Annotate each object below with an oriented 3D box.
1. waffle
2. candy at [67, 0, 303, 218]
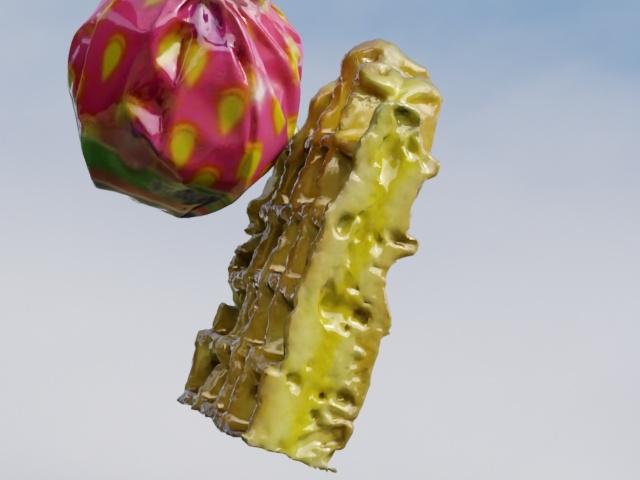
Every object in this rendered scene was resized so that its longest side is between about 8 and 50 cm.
[{"bbox_3d":[0.000,0.000,0.943,0.055,0.210,0.160,21,-4,-16],"label":"waffle"},{"bbox_3d":[-0.018,-0.172,0.880,0.124,0.124,0.365,15,-62,-24],"label":"candy"}]
